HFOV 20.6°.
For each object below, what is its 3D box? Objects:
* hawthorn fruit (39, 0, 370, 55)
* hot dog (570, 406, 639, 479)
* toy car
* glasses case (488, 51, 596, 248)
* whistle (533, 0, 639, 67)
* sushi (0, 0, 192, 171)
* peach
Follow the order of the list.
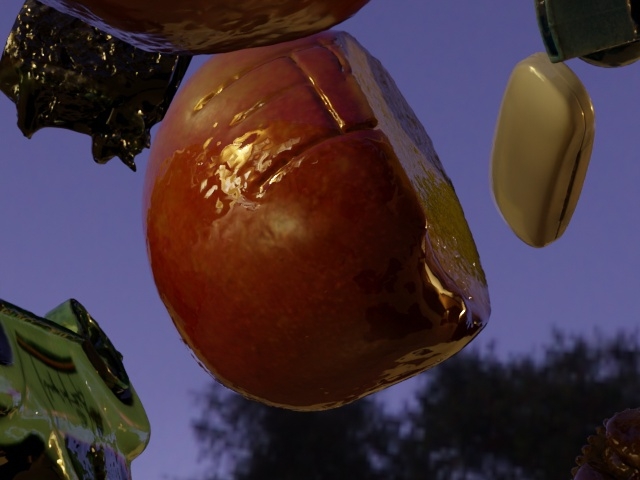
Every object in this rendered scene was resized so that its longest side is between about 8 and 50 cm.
[{"bbox_3d":[-0.042,-0.132,0.471,0.169,0.169,0.188,5,-2,8],"label":"hawthorn fruit"},{"bbox_3d":[0.294,0.193,1.231,0.268,0.144,0.075,8,-30,37],"label":"hot dog"},{"bbox_3d":[-0.156,0.097,0.746,0.136,0.125,0.306,-33,-12,2],"label":"toy car"},{"bbox_3d":[0.164,-0.065,1.325,0.049,0.074,0.193,-29,-28,-18],"label":"glasses case"},{"bbox_3d":[0.195,-0.161,1.260,0.158,0.090,0.090,-17,-21,-34],"label":"whistle"},{"bbox_3d":[-0.113,-0.087,0.872,0.083,0.084,0.056,21,-23,0],"label":"sushi"},{"bbox_3d":[0.000,0.000,1.191,0.249,0.274,0.245,26,-73,-25],"label":"peach"}]
